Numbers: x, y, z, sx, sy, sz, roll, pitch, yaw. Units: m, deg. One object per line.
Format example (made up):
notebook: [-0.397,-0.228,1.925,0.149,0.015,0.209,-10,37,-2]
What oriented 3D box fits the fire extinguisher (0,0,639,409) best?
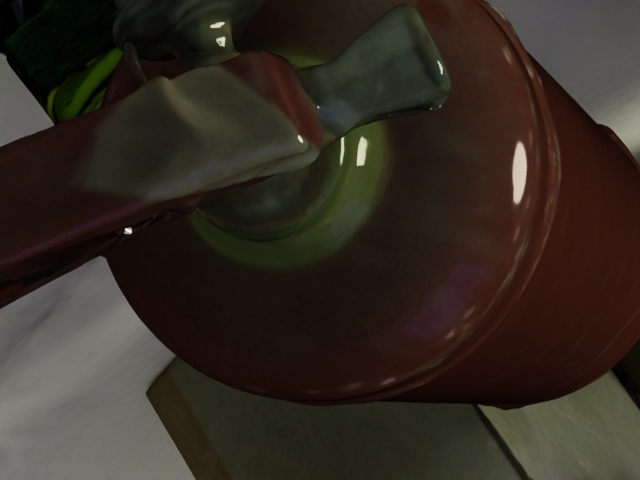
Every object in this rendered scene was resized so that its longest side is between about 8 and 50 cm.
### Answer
fire extinguisher: [0.000,0.000,0.447,0.147,0.106,0.337,-31,166,13]

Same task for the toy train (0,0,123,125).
toy train: [0.023,-0.108,0.461,0.250,0.053,0.085,-38,163,2]

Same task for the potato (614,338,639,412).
potato: [0.235,0.043,0.808,0.266,0.229,0.229,-13,147,-47]

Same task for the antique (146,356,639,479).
antique: [0.038,0.083,0.700,0.148,0.146,0.152,-46,152,22]
